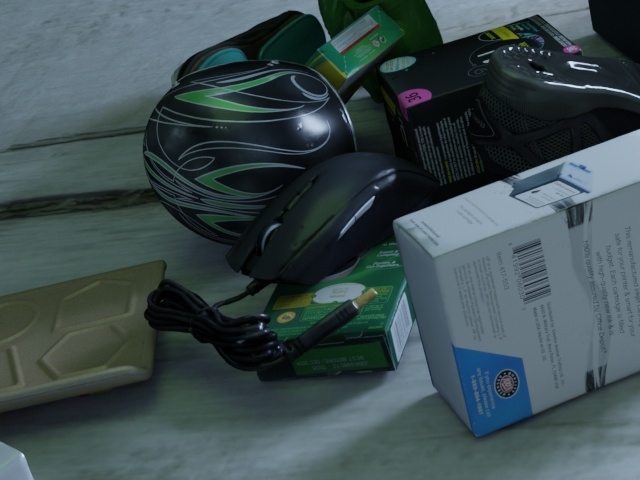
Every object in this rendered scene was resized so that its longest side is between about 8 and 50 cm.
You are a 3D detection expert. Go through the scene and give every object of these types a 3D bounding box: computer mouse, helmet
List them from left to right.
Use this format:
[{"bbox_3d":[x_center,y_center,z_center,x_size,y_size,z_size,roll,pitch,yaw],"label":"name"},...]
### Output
[{"bbox_3d":[-0.068,-0.074,1.236,0.162,0.169,0.169,-17,25,-28],"label":"helmet"},{"bbox_3d":[0.000,0.000,1.077,0.262,0.060,0.184,-31,28,-22],"label":"computer mouse"}]

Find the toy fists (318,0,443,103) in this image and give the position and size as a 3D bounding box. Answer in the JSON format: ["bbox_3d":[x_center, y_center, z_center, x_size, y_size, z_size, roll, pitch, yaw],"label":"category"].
[{"bbox_3d":[0.057,-0.222,1.473,0.096,0.142,0.279,-31,28,-1],"label":"toy fists"}]

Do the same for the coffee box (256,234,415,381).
[{"bbox_3d":[0.024,0.038,1.107,0.113,0.040,0.184,-7,29,20],"label":"coffee box"}]

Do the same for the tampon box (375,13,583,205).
[{"bbox_3d":[0.146,-0.119,1.272,0.161,0.101,0.120,-18,27,-5],"label":"tampon box"}]

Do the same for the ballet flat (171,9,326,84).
[{"bbox_3d":[-0.092,-0.169,1.513,0.096,0.095,0.280,-9,16,33],"label":"ballet flat"}]

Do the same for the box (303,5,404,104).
[{"bbox_3d":[-0.002,-0.137,1.348,0.105,0.043,0.179,-42,-5,-42],"label":"box"}]

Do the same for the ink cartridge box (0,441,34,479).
[{"bbox_3d":[-0.248,0.243,0.677,0.122,0.211,0.289,13,38,43],"label":"ink cartridge box"}]

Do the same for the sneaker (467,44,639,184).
[{"bbox_3d":[0.221,-0.084,1.193,0.228,0.130,0.087,4,39,-25],"label":"sneaker"}]

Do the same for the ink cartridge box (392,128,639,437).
[{"bbox_3d":[0.161,0.026,0.953,0.191,0.139,0.082,-21,26,-12],"label":"ink cartridge box"}]

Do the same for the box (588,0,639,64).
[{"bbox_3d":[0.455,-0.357,1.356,0.396,0.293,0.212,-17,27,-5],"label":"box"}]

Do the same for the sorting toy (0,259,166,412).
[{"bbox_3d":[-0.221,0.087,1.152,0.193,0.038,0.208,-13,23,4],"label":"sorting toy"}]
